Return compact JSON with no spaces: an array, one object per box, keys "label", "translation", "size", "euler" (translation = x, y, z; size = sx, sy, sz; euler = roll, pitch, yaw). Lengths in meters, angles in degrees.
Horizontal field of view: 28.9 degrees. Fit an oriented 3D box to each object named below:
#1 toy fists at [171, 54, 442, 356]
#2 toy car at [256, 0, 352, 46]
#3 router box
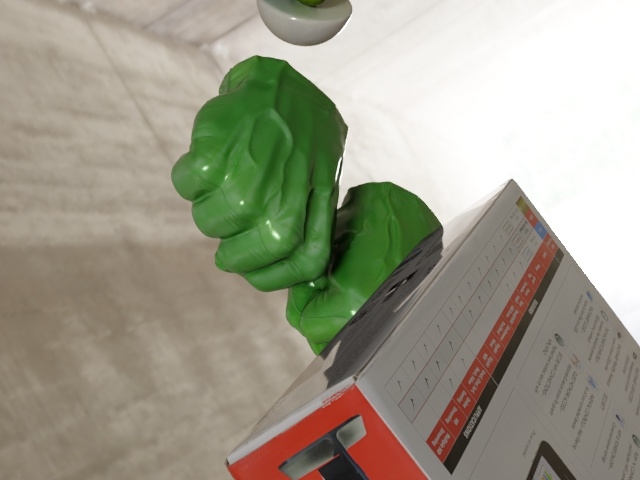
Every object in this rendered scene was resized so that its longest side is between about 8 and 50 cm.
[{"label":"toy fists","translation":[0.000,0.000,0.918],"size":[0.096,0.279,0.142],"euler":[-21,41,30]},{"label":"toy car","translation":[-0.036,-0.249,0.951],"size":[0.136,0.182,0.159],"euler":[6,-53,-14]},{"label":"router box","translation":[0.130,0.145,0.671],"size":[0.082,0.301,0.335],"euler":[-36,2,26]}]
